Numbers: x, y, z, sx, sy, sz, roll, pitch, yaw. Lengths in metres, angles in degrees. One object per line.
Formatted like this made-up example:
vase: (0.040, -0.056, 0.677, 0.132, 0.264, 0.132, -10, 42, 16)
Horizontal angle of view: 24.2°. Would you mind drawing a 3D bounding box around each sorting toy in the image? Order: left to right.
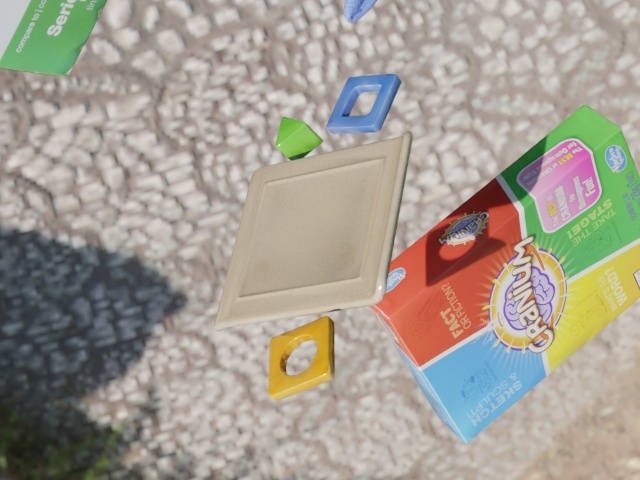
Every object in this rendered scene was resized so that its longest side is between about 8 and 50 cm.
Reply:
sorting toy: (0.000, 0.000, 1.368, 0.196, 0.347, 0.047, -13, 139, 34)

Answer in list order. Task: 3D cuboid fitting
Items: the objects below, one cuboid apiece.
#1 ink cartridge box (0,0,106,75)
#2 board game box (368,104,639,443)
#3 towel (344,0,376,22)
ink cartridge box: (-0.230, -0.170, 0.771, 0.208, 0.153, 0.087, 1, 131, -48)
board game box: (0.220, 0.041, 1.619, 0.316, 0.064, 0.242, -39, 132, -7)
towel: (0.064, -0.307, 1.048, 0.034, 0.285, 0.209, 22, 129, -20)
